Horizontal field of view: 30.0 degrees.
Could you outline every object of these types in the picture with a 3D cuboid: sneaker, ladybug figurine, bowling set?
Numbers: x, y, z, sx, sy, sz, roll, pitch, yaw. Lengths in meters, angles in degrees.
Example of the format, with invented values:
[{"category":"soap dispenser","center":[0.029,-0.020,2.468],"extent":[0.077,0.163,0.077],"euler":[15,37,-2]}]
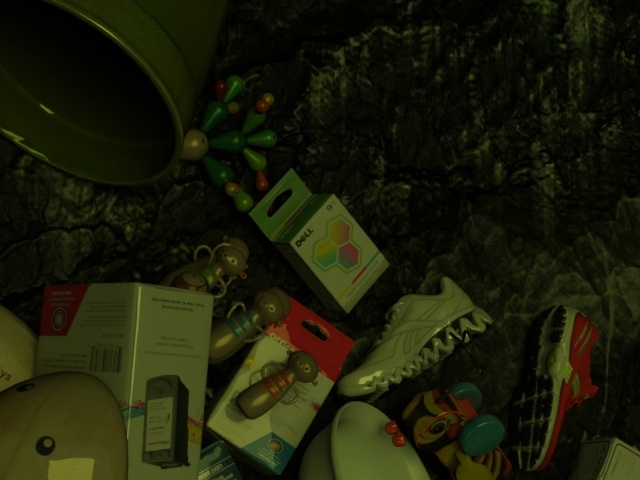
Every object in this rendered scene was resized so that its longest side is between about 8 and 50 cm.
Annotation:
[{"category":"sneaker","center":[0.389,0.244,1.918],"extent":[0.118,0.107,0.279],"euler":[26,72,-23]},{"category":"ladybug figurine","center":[-0.383,0.347,1.401],"extent":[0.162,0.305,0.449],"euler":[15,113,-39]},{"category":"sneaker","center":[0.128,0.156,1.845],"extent":[0.292,0.110,0.118],"euler":[-29,81,-32]},{"category":"bowling set","center":[-0.115,0.089,1.660],"extent":[0.154,0.200,0.287],"euler":[-35,67,-13]}]

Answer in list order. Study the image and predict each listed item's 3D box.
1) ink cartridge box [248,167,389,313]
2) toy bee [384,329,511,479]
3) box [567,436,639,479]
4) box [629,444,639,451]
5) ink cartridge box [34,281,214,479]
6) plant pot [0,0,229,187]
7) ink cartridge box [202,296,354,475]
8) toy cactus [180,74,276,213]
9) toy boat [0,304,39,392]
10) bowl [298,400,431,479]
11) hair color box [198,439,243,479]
[{"category":"ink cartridge box","center":[0.000,0.000,1.816],"extent":[0.109,0.062,0.209],"euler":[-48,114,-22]},{"category":"toy bee","center":[0.179,0.272,1.783],"extent":[0.162,0.195,0.298],"euler":[-25,110,-5]},{"category":"box","center":[0.499,0.433,1.785],"extent":[0.290,0.087,0.169],"euler":[30,69,-13]},{"category":"box","center":[0.437,0.458,1.872],"extent":[0.128,0.122,0.257],"euler":[44,67,-6]},{"category":"ink cartridge box","center":[-0.261,0.210,1.527],"extent":[0.131,0.226,0.306],"euler":[9,82,-44]},{"category":"plant pot","center":[-0.284,-0.327,1.686],"extent":[0.366,0.366,0.353],"euler":[33,58,-11]},{"category":"ink cartridge box","center":[-0.065,0.214,1.765],"extent":[0.134,0.078,0.231],"euler":[36,68,-9]},{"category":"toy cactus","center":[-0.153,-0.144,1.813],"extent":[0.181,0.112,0.219],"euler":[-4,89,-11]},{"category":"toy boat","center":[-0.509,0.220,1.579],"extent":[0.267,0.148,0.318],"euler":[43,60,-12]},{"category":"bowl","center":[0.055,0.391,1.709],"extent":[0.298,0.134,0.298],"euler":[46,26,-31]},{"category":"hair color box","center":[-0.123,0.454,1.637],"extent":[0.105,0.174,0.347],"euler":[-25,88,-25]}]
